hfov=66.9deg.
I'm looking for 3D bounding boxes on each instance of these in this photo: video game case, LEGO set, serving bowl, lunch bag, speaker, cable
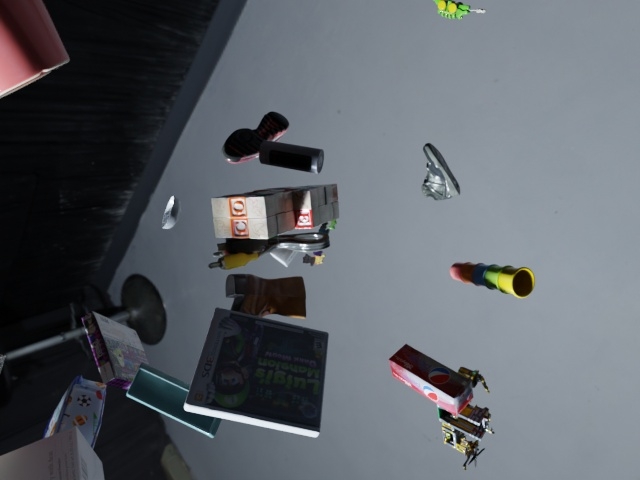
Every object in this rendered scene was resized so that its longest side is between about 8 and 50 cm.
[{"bbox_3d":[-0.086,0.190,0.726,0.190,0.173,0.022,14,132,-6],"label":"video game case"},{"bbox_3d":[-0.567,0.325,1.380,0.041,0.232,0.210,-31,65,-4],"label":"video game case"},{"bbox_3d":[0.574,0.653,1.788,0.192,0.254,0.332,16,123,40],"label":"LEGO set"},{"bbox_3d":[-0.358,-0.065,1.179,0.083,0.027,0.083,-40,41,45],"label":"serving bowl"},{"bbox_3d":[-0.699,0.547,1.326,0.114,0.303,0.243,30,116,-23],"label":"lunch bag"},{"bbox_3d":[-0.064,-0.183,1.060,0.136,0.055,0.055,12,109,13],"label":"speaker"},{"bbox_3d":[-0.123,0.020,1.160,0.287,0.139,0.072,-4,108,-7],"label":"cable"}]

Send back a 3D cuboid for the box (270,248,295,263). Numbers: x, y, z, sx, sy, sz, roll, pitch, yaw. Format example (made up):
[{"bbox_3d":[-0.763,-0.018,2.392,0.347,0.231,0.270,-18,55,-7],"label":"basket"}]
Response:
[{"bbox_3d":[-0.161,0.051,2.201,0.087,0.102,0.101,35,81,8],"label":"box"}]

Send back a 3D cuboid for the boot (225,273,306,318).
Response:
[{"bbox_3d":[-0.172,0.240,1.560,0.096,0.280,0.264,-22,67,47],"label":"boot"}]

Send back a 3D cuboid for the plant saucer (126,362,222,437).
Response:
[{"bbox_3d":[-0.270,0.296,0.901,0.191,0.018,0.067,21,78,11],"label":"plant saucer"}]

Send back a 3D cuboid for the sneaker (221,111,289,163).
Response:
[{"bbox_3d":[-0.227,-0.332,1.711,0.116,0.314,0.136,41,140,8],"label":"sneaker"}]

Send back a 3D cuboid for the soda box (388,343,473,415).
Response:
[{"bbox_3d":[0.342,0.432,1.524,0.263,0.092,0.084,23,139,48],"label":"soda box"}]

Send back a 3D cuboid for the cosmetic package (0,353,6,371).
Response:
[{"bbox_3d":[-0.843,0.252,0.979,0.309,0.160,0.113,18,80,-10],"label":"cosmetic package"}]

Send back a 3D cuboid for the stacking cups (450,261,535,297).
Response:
[{"bbox_3d":[0.554,0.115,1.595,0.316,0.095,0.096,-168,68,-70],"label":"stacking cups"}]

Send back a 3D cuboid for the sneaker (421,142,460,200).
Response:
[{"bbox_3d":[0.398,-0.234,1.739,0.130,0.087,0.228,-22,119,28],"label":"sneaker"}]

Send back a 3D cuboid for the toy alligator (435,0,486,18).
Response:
[{"bbox_3d":[0.444,-0.745,1.577,0.189,0.056,0.051,32,133,28],"label":"toy alligator"}]

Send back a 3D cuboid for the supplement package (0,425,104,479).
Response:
[{"bbox_3d":[-0.600,0.542,0.961,0.177,0.292,0.175,52,154,44],"label":"supplement package"}]

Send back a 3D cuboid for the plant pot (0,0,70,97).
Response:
[{"bbox_3d":[-0.661,-0.428,0.964,0.274,0.275,0.243,-5,126,36],"label":"plant pot"}]

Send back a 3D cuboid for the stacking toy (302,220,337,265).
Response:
[{"bbox_3d":[0.000,0.000,2.011,0.052,0.167,0.221,21,97,13],"label":"stacking toy"}]

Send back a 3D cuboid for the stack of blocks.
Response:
[{"bbox_3d":[-0.089,-0.072,1.103,0.171,0.297,0.087,0,100,24],"label":"stack of blocks"}]
